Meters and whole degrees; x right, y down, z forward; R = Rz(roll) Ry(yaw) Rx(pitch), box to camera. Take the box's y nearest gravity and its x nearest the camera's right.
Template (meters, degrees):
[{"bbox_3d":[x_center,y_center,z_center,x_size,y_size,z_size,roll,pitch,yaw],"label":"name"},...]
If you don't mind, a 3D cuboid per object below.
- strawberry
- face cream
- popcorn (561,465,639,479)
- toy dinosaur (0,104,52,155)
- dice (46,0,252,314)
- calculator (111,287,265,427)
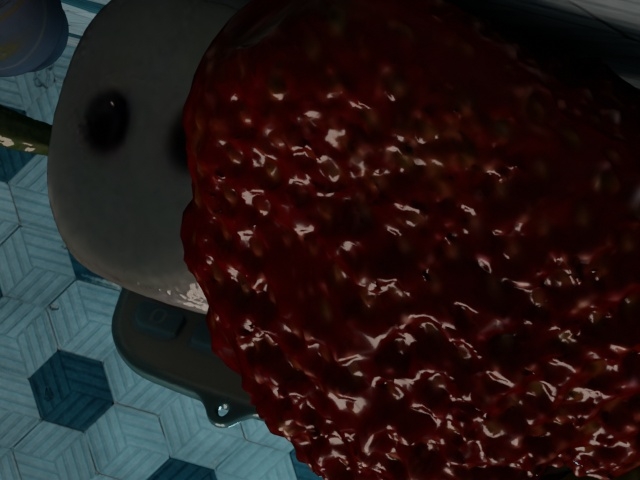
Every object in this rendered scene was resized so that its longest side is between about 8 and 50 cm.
[{"bbox_3d":[0.054,0.014,0.571,0.261,0.261,0.257,18,-171,35],"label":"strawberry"},{"bbox_3d":[-0.226,-0.154,0.767,0.135,0.086,0.385,-20,-175,-1],"label":"face cream"},{"bbox_3d":[0.195,0.054,0.760,0.264,0.332,0.225,-18,131,42],"label":"popcorn"},{"bbox_3d":[-0.314,-0.122,0.920,0.447,0.087,0.301,27,-165,8],"label":"toy dinosaur"},{"bbox_3d":[-0.049,-0.055,0.777,0.191,0.194,0.193,20,-175,36],"label":"dice"},{"bbox_3d":[0.000,0.000,0.931,0.256,0.054,0.386,16,-134,15],"label":"calculator"}]
